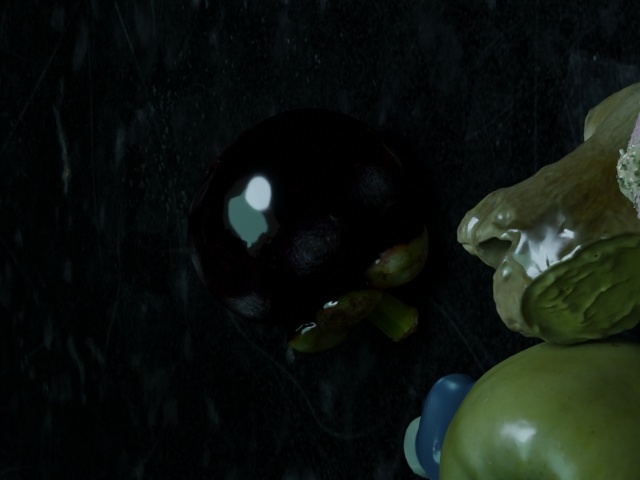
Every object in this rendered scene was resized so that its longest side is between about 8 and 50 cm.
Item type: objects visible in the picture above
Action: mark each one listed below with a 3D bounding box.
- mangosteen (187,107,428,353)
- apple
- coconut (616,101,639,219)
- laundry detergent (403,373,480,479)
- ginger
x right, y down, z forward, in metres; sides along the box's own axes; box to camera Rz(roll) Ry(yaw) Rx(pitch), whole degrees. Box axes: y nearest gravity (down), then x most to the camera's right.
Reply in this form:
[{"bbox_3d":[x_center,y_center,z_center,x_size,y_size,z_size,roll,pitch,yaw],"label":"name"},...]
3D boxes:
[{"bbox_3d":[0.000,0.000,1.972,0.302,0.275,0.275,46,144,0],"label":"mangosteen"},{"bbox_3d":[0.235,0.210,1.527,0.262,0.262,0.262,12,104,60],"label":"apple"},{"bbox_3d":[0.362,-0.083,1.281,0.245,0.233,0.233,-49,51,41],"label":"coconut"},{"bbox_3d":[0.172,0.208,1.806,0.290,0.094,0.143,-17,84,60],"label":"laundry detergent"},{"bbox_3d":[0.250,-0.036,1.514,0.276,0.130,0.221,-19,51,22],"label":"ginger"}]
